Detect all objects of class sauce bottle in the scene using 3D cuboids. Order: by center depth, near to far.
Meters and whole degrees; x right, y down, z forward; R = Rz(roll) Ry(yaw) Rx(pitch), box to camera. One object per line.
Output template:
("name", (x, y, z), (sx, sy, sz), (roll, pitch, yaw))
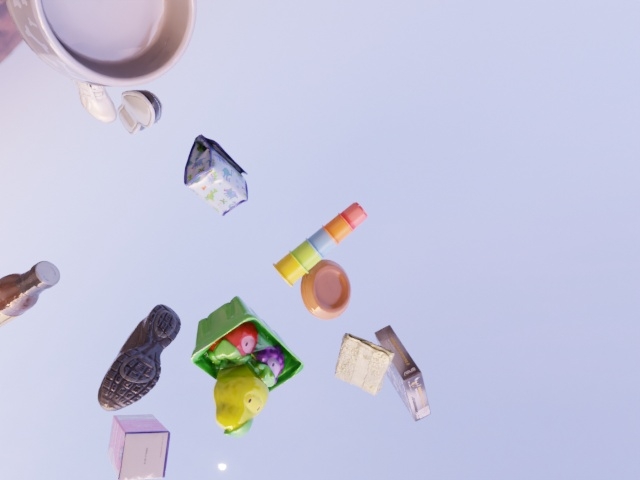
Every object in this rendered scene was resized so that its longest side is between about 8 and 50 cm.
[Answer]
("sauce bottle", (-0.823, 0.155, 1.303), (0.344, 0.111, 0.112), (-27, -137, 19))

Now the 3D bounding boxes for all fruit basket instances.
("fruit basket", (-0.233, 0.421, 1.594), (0.282, 0.392, 0.392), (-34, -139, 3))

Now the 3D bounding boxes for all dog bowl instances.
("dog bowl", (-0.396, -0.459, 0.945), (0.102, 0.349, 0.349), (35, -98, 39))

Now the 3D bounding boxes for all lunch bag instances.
("lunch bag", (-0.232, -0.155, 1.113), (0.096, 0.129, 0.151), (-30, -137, 15))

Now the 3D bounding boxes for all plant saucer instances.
("plant saucer", (0.026, 0.159, 1.621), (0.037, 0.199, 0.200), (-17, -135, 54))

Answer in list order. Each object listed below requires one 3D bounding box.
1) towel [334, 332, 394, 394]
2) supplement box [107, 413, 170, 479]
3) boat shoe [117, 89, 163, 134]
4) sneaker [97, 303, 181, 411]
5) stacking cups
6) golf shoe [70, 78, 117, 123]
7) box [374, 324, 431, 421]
("towel", (0.084, 0.253, 1.010), (0.109, 0.148, 0.027), (21, -138, 12))
("supplement box", (-0.476, 0.530, 1.287), (0.220, 0.113, 0.111), (-13, -110, 60))
("boat shoe", (-0.491, -0.371, 1.377), (0.091, 0.114, 0.302), (-40, -155, -24))
("sneaker", (-0.432, 0.283, 1.164), (0.130, 0.109, 0.286), (-34, -161, 31))
("stacking cups", (0.000, 0.000, 1.489), (0.316, 0.096, 0.096), (-43, -140, -1))
("golf shoe", (-0.547, -0.362, 1.186), (0.069, 0.176, 0.086), (-41, -150, -24))
("box", (0.237, 0.383, 1.424), (0.056, 0.231, 0.183), (-25, -140, -6))
